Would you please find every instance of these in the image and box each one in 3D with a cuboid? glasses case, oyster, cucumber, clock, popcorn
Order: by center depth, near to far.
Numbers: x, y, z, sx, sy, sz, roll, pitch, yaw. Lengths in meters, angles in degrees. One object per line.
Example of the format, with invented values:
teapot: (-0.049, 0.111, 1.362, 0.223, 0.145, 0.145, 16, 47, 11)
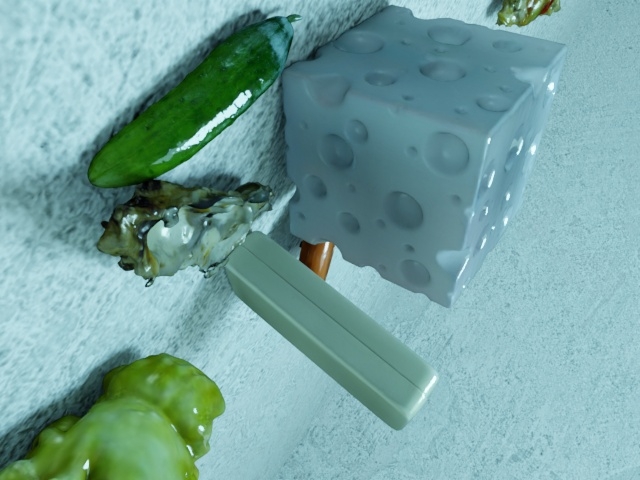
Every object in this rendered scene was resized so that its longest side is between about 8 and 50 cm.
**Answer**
cucumber: (-0.089, -0.123, 0.467, 0.250, 0.056, 0.056, -49, 162, -21)
oyster: (-0.117, -0.020, 0.524, 0.128, 0.079, 0.345, -40, 176, 7)
popcorn: (-0.239, 0.270, 0.601, 0.225, 0.173, 0.286, -50, -178, 38)
glasses case: (0.008, 0.119, 0.743, 0.070, 0.312, 0.131, -46, 161, -20)
clock: (0.000, 0.000, 0.892, 0.205, 0.051, 0.206, 16, 90, -86)

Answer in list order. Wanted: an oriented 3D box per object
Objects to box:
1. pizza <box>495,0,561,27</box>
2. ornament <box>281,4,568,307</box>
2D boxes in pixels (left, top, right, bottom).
pizza: (0.505, -0.580, 1.181, 0.406, 0.130, 0.440, -56, 164, -10)
ornament: (0.121, -0.114, 0.684, 0.239, 0.239, 0.240, -44, 147, -38)
